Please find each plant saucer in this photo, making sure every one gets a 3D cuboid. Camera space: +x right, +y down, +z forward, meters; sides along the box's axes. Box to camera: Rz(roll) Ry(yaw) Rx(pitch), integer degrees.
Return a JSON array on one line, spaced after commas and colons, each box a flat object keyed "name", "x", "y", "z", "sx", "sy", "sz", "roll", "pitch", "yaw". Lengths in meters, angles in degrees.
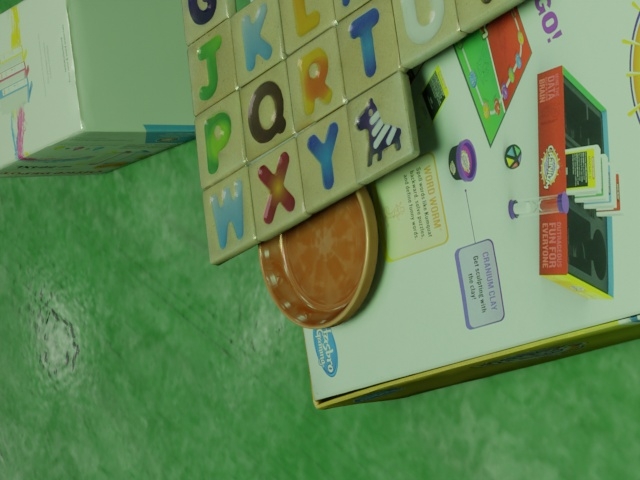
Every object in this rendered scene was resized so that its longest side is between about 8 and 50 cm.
[{"name": "plant saucer", "x": 0.000, "y": 0.000, "z": 0.864, "sx": 0.083, "sy": 0.013, "sz": 0.083, "roll": 3, "pitch": 94, "yaw": 52}]

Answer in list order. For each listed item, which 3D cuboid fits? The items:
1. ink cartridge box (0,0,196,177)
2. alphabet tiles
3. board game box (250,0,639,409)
[{"name": "ink cartridge box", "x": -0.143, "y": -0.091, "z": 1.079, "sx": 0.143, "sy": 0.092, "sz": 0.090, "roll": -17, "pitch": 78, "yaw": 51}, {"name": "alphabet tiles", "x": 0.006, "y": -0.117, "z": 0.848, "sx": 0.237, "sy": 0.009, "sz": 0.198, "roll": -28, "pitch": 62, "yaw": 48}, {"name": "board game box", "x": 0.097, "y": -0.070, "z": 0.806, "sx": 0.316, "sy": 0.064, "sz": 0.242, "roll": -19, "pitch": 76, "yaw": 50}]
